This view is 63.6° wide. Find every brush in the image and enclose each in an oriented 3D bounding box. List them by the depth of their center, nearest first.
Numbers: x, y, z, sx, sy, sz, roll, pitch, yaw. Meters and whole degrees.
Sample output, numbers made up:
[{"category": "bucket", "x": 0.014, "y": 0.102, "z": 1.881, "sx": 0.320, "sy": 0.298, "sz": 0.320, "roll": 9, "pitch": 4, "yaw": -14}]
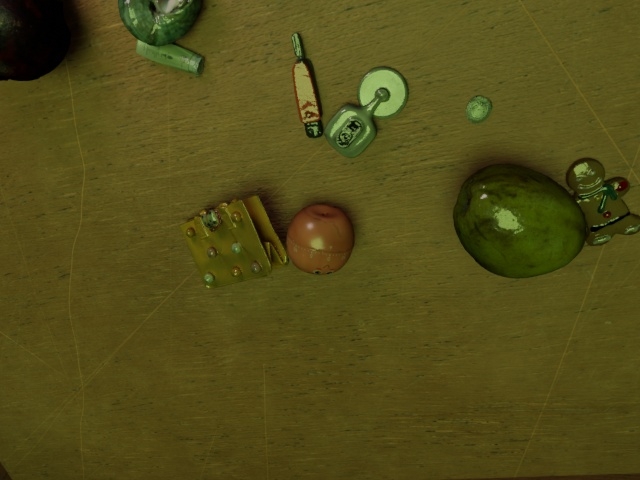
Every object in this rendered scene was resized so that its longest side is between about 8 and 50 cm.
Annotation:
[{"category": "brush", "x": -0.048, "y": -0.477, "z": 1.607, "sx": 0.070, "sy": 0.051, "sz": 0.323, "roll": -6, "pitch": 114, "yaw": 17}]

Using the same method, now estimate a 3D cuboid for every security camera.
[{"category": "security camera", "x": 0.143, "y": -0.396, "z": 1.598, "sx": 0.157, "sy": 0.080, "sz": 0.301, "roll": 40, "pitch": 113, "yaw": -8}]

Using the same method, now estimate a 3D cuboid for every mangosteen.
[{"category": "mangosteen", "x": -0.948, "y": -0.687, "z": 1.517, "sx": 0.380, "sy": 0.381, "sz": 0.422, "roll": -2, "pitch": 105, "yaw": 12}]

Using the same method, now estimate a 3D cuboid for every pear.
[{"category": "pear", "x": 0.574, "y": -0.052, "z": 1.520, "sx": 0.413, "sy": 0.352, "sz": 0.352, "roll": 22, "pitch": 119, "yaw": -22}]

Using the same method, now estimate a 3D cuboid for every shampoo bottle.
[{"category": "shampoo bottle", "x": -0.477, "y": -0.589, "z": 1.639, "sx": 0.212, "sy": 0.049, "sz": 0.072, "roll": 19, "pitch": 113, "yaw": 1}]

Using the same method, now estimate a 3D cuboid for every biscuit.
[{"category": "biscuit", "x": 0.865, "y": -0.119, "z": 1.603, "sx": 0.196, "sy": 0.049, "sz": 0.302, "roll": -28, "pitch": 106, "yaw": 19}]

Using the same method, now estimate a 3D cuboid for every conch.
[{"category": "conch", "x": -0.492, "y": -0.694, "z": 1.534, "sx": 0.277, "sy": 0.195, "sz": 0.220, "roll": 19, "pitch": 108, "yaw": 27}]

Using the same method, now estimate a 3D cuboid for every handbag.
[{"category": "handbag", "x": -0.317, "y": 0.010, "z": 1.786, "sx": 0.401, "sy": 0.133, "sz": 0.283, "roll": -13, "pitch": 103, "yaw": 43}]

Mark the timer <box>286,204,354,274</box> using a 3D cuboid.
[{"category": "timer", "x": 0.000, "y": 0.000, "z": 1.728, "sx": 0.229, "sy": 0.230, "sz": 0.215, "roll": 11, "pitch": 118, "yaw": 6}]

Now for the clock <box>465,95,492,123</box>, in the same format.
[{"category": "clock", "x": 0.479, "y": -0.396, "z": 1.565, "sx": 0.074, "sy": 0.010, "sz": 0.083, "roll": 21, "pitch": 118, "yaw": 1}]
